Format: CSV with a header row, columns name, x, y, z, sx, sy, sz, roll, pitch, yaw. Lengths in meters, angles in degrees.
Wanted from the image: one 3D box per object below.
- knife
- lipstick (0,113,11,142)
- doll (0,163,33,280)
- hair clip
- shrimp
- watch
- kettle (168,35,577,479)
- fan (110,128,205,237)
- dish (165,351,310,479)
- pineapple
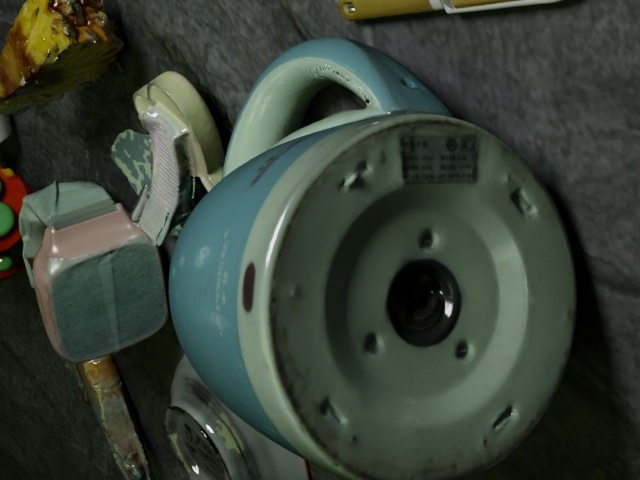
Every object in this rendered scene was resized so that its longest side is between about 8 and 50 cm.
name,x,y,z,sx,sy,sz,roll,pitch,yaw
knife,0.088,-0.175,0.704,0.256,0.022,0.046,9,118,53
lipstick,-0.493,-0.282,1.408,0.087,0.087,0.327,33,140,37
doll,-0.510,-0.025,1.581,0.183,0.160,0.363,62,152,-1
hair clip,-0.143,-0.078,1.080,0.159,0.071,0.219,39,145,21
shrimp,-0.347,0.265,1.685,0.164,0.062,0.317,-22,93,63
watch,-0.312,0.028,1.369,0.241,0.161,0.253,48,147,44
kettle,0.000,0.000,0.820,0.342,0.247,0.320,5,88,63
fan,-0.174,-0.055,1.203,0.240,0.009,0.131,40,143,31
dish,-0.127,0.255,1.322,0.260,0.085,0.260,37,143,35
pineapple,-0.275,-0.208,1.118,0.233,0.135,0.080,-25,85,51
